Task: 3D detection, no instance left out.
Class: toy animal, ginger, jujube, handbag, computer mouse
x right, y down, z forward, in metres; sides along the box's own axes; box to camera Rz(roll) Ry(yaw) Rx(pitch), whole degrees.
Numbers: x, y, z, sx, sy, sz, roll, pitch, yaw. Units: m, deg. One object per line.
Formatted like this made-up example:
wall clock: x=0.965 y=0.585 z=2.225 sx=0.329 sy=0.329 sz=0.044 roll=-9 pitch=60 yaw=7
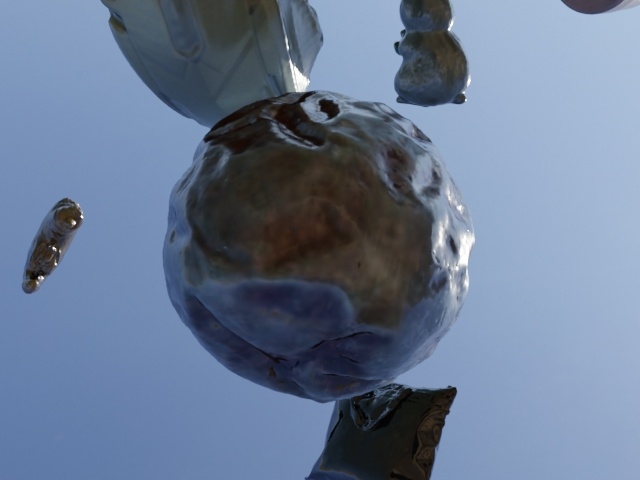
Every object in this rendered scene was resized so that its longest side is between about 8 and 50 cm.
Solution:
toy animal: x=0.170 y=-0.316 z=1.142 sx=0.138 sy=0.236 sz=0.108 roll=25 pitch=-138 yaw=28
ginger: x=-0.598 y=0.017 z=1.679 sx=0.080 sy=0.333 sz=0.166 roll=32 pitch=-147 yaw=-19
jujube: x=0.000 y=-0.009 z=0.615 sx=0.246 sy=0.215 sz=0.308 roll=15 pitch=-163 yaw=-18
handbag: x=0.097 y=0.322 z=1.261 sx=0.254 sy=0.089 sz=0.211 roll=0 pitch=-120 yaw=47
computer mouse: x=-0.138 y=-0.278 z=0.889 sx=0.228 sy=0.429 sz=0.145 roll=-6 pitch=-139 yaw=16

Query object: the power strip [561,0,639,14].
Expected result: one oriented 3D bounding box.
power strip: x=0.379 y=-0.379 z=1.005 sx=0.078 sy=0.154 sz=0.154 roll=-17 pitch=-141 yaw=-31
